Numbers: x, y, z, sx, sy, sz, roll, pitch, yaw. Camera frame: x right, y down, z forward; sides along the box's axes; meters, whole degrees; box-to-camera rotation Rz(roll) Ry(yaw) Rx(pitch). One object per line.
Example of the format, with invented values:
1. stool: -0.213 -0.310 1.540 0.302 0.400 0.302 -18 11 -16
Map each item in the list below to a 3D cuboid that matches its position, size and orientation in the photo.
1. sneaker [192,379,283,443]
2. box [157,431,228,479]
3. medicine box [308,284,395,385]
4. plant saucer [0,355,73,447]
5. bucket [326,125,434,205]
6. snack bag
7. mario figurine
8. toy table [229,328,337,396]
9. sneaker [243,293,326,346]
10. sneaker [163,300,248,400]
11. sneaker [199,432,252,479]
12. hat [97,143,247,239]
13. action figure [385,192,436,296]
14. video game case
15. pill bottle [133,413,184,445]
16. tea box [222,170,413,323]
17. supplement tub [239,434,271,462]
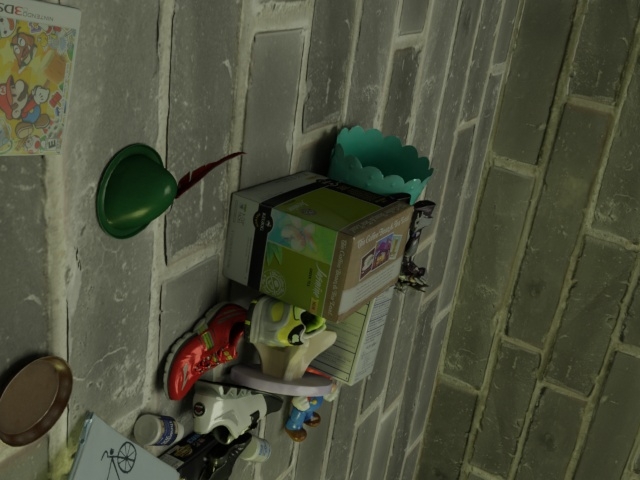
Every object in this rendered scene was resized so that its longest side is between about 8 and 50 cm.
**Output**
1. sneaker: -0.215 0.435 1.882 0.330 0.123 0.146 24 73 -55
2. box: -0.334 0.628 1.863 0.293 0.073 0.295 -23 128 -57
3. medicine box: 0.035 0.212 2.082 0.149 0.264 0.289 -9 116 -63
4. plant saucer: -0.504 0.276 1.305 0.168 0.029 0.168 -43 143 -44
5. bucket: 0.143 -0.165 2.020 0.281 0.281 0.183 -31 150 -54
6. snack bag: -0.416 0.559 1.491 0.342 0.037 0.323 56 35 -45
7. mario figurine: -0.013 0.479 2.279 0.198 0.170 0.320 -95 -166 -54
8. toy table: -0.089 0.299 1.949 0.274 0.252 0.160 8 95 -31
9. sneaker: -0.039 0.173 1.824 0.385 0.147 0.145 -36 138 -59
10. sneaker: -0.249 0.251 1.699 0.279 0.118 0.107 -54 150 -32
11. sneaker: -0.236 0.549 1.869 0.170 0.051 0.089 -23 126 -54
12. hat: -0.271 -0.075 1.341 0.173 0.184 0.208 -18 123 -60
13. action figure: 0.213 0.022 1.934 0.099 0.185 0.284 -23 128 -41
14. video game case: -0.439 -0.233 1.071 0.206 0.026 0.226 -14 120 -61
15. pill bottle: -0.356 0.424 1.669 0.067 0.067 0.120 -67 155 -7
16. tea box: 0.000 0.000 1.786 0.329 0.324 0.219 -25 130 -56
17. supplement tub: -0.190 0.592 2.128 0.071 0.071 0.107 -65 156 -11
